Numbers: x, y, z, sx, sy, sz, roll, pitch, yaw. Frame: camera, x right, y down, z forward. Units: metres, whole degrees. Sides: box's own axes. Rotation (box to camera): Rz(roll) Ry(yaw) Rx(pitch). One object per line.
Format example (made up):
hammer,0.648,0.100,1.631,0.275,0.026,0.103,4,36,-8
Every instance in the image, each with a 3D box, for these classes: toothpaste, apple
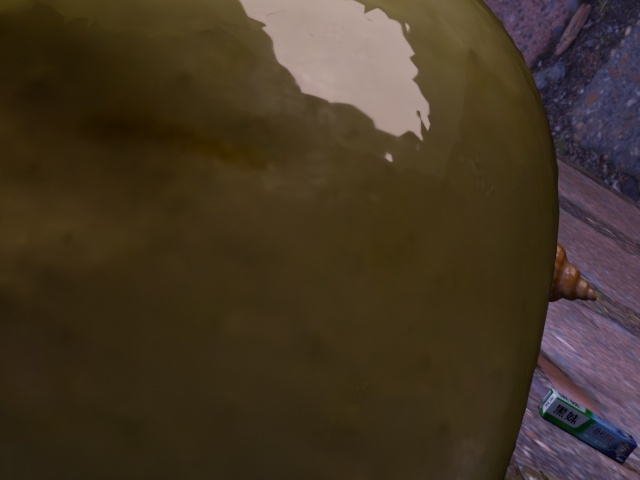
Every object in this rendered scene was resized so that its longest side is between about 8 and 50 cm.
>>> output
toothpaste,0.204,0.142,1.445,0.083,0.020,0.017,31,15,-21
apple,-0.062,-0.002,0.586,0.258,0.233,0.295,14,18,1

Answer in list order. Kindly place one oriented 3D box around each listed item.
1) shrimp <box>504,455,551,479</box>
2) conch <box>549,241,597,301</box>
shrimp,0.115,0.164,0.999,0.217,0.051,0.150,32,17,-38
conch,0.074,-0.008,1.577,0.330,0.093,0.109,17,24,15
